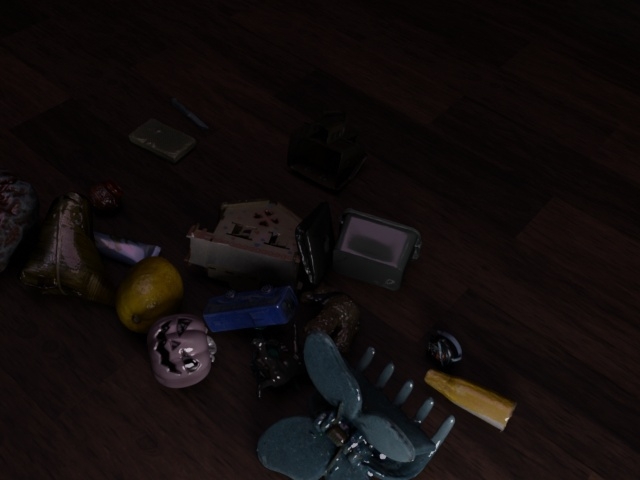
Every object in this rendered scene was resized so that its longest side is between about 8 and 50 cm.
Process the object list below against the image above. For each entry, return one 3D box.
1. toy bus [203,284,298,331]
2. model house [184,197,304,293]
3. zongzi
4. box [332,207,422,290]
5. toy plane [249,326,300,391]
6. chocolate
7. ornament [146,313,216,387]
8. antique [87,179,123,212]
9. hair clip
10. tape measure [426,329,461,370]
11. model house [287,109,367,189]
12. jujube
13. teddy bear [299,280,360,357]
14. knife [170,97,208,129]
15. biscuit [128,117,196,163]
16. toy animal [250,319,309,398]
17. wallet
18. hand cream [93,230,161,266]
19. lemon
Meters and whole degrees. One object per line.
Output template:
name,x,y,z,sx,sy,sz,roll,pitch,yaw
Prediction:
toy bus,-0.178,0.177,1.666,0.237,0.079,0.094,-10,39,22
model house,-0.183,0.004,1.828,0.326,0.169,0.244,13,42,3
zongzi,-0.619,0.030,1.761,0.289,0.134,0.285,16,76,4
box,0.146,0.031,1.822,0.244,0.163,0.135,18,59,11
toy plane,-0.131,0.284,1.644,0.096,0.060,0.235,-12,54,-23
chocolate,0.356,0.369,1.582,0.219,0.085,0.085,26,53,19
ornament,-0.329,0.261,1.579,0.178,0.177,0.177,2,49,-2
antique,-0.641,-0.128,1.950,0.104,0.104,0.104,2,49,-2
hair clip,0.092,0.390,1.426,0.318,0.392,0.238,37,30,27
tape measure,0.309,0.276,1.649,0.054,0.094,0.091,-25,55,-30
model house,0.046,-0.318,2.105,0.211,0.204,0.243,28,36,20
jujube,-0.906,-0.047,1.788,0.226,0.226,0.316,12,54,7
teddy bear,0.039,0.189,1.671,0.129,0.182,0.251,-36,26,16
knife,-0.458,-0.439,2.284,0.028,0.015,0.210,-28,56,-32
biscuit,-0.520,-0.331,2.171,0.200,0.040,0.121,26,51,20
toy animal,-0.082,0.286,1.573,0.233,0.084,0.148,-19,66,-50
wallet,0.000,0.000,1.783,0.052,0.168,0.245,-7,19,19
hand cream,-0.584,0.019,1.861,0.256,0.055,0.088,17,57,4
lemon,-0.433,0.139,1.682,0.170,0.170,0.207,11,45,6
